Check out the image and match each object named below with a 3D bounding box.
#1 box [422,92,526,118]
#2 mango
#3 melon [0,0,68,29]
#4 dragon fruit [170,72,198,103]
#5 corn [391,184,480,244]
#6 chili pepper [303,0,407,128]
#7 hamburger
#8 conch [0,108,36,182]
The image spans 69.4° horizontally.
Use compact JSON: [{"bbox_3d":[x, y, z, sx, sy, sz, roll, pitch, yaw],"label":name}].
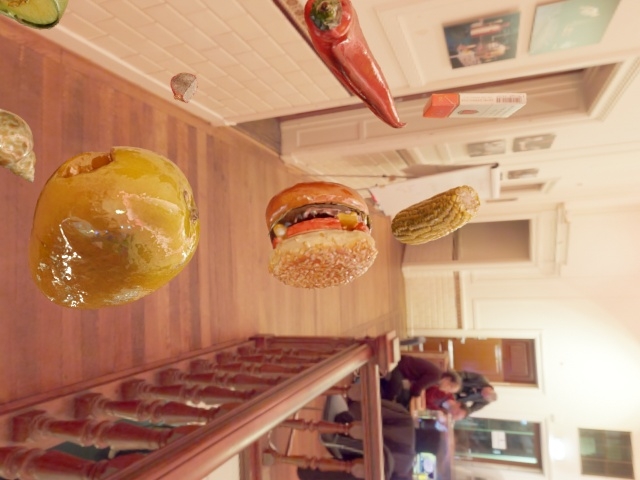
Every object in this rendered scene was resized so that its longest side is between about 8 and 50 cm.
[{"bbox_3d":[0.414,-0.368,1.265,0.139,0.245,0.035,-38,128,-88],"label":"box"},{"bbox_3d":[-0.361,-0.001,0.785,0.253,0.365,0.182,39,24,-29],"label":"mango"},{"bbox_3d":[-0.699,-0.648,1.168,0.129,0.265,0.169,35,64,-45],"label":"melon"},{"bbox_3d":[-0.378,-0.417,1.263,0.056,0.060,0.083,123,-8,-71],"label":"dragon fruit"},{"bbox_3d":[0.260,-0.049,1.090,0.310,0.101,0.102,159,-68,-68],"label":"corn"},{"bbox_3d":[0.063,-0.329,0.818,0.137,0.092,0.368,48,12,29],"label":"chili pepper"},{"bbox_3d":[0.000,0.000,1.355,0.330,0.329,0.250,53,28,-57],"label":"hamburger"},{"bbox_3d":[-0.702,-0.228,1.019,0.116,0.172,0.106,-68,-167,-21],"label":"conch"}]
